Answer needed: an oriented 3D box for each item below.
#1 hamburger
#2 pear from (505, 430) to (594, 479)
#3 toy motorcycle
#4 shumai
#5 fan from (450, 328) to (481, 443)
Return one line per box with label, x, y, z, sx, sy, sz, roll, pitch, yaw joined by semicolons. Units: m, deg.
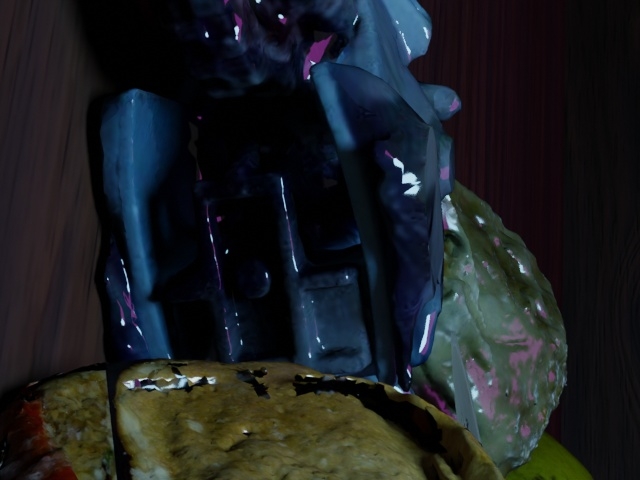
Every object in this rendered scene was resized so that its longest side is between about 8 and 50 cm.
hamburger;-0.028;0.126;0.611;0.231;0.231;0.106;-58;153;-66
pear;0.109;0.233;1.133;0.269;0.212;0.212;-55;141;-59
toy motorcycle;0.000;0.000;0.810;0.232;0.172;0.416;-32;112;-70
shumai;0.057;0.038;1.006;0.218;0.189;0.255;67;20;-59
fan;0.101;0.252;0.842;0.233;0.012;0.414;9;72;-81
